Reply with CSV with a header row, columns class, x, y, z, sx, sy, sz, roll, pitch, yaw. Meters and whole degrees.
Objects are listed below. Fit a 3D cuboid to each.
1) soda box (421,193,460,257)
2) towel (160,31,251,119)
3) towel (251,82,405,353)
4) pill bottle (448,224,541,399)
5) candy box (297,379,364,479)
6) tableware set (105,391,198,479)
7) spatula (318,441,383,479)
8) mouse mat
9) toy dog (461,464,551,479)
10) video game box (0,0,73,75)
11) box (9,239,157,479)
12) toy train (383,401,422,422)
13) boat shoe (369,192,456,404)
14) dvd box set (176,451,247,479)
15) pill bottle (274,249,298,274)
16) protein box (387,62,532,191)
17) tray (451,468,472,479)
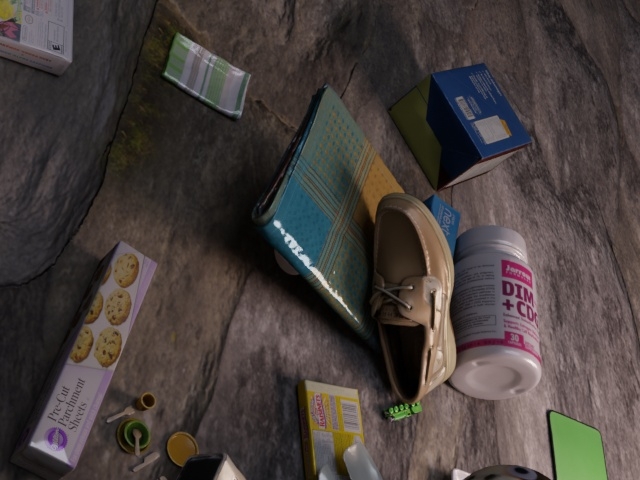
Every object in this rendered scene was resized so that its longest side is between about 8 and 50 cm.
class,x,y,z,sx,sy,sz,roll,pitch,yaw
soda box,0.196,0.019,1.732,0.071,0.067,0.210,36,44,-19
towel,-0.191,-0.279,1.614,0.152,0.023,0.113,29,46,-25
towel,0.045,-0.025,1.511,0.370,0.040,0.271,50,53,-40
pill bottle,0.303,0.122,1.689,0.160,0.160,0.283,28,47,-26
candy box,0.021,0.311,1.404,0.105,0.027,0.205,15,54,-33
tableware set,-0.200,0.270,1.234,0.104,0.024,0.154,-25,81,-48
spatula,0.051,0.422,1.333,0.168,0.019,0.242,-22,87,-45
mouse mat,0.483,0.419,1.770,0.153,0.007,0.189,25,50,-28
toy dog,0.262,0.505,1.287,0.395,0.285,0.407,40,45,-46
video game box,-0.459,-0.359,1.405,0.187,0.048,0.205,18,52,-36
box,-0.292,0.143,1.206,0.067,0.063,0.324,34,45,-19
toy train,0.133,0.276,1.540,0.083,0.017,0.023,-7,79,-45
boat shoe,0.140,0.095,1.501,0.110,0.122,0.341,-35,118,-48
dvd box set,-0.075,0.486,1.055,0.420,0.062,0.307,57,38,-30
pill bottle,0.000,0.000,1.551,0.160,0.087,0.087,-26,82,-49
protein box,0.284,-0.233,1.930,0.201,0.136,0.199,-21,78,-47
tray,0.306,0.476,1.552,0.270,0.030,0.145,26,49,-28
